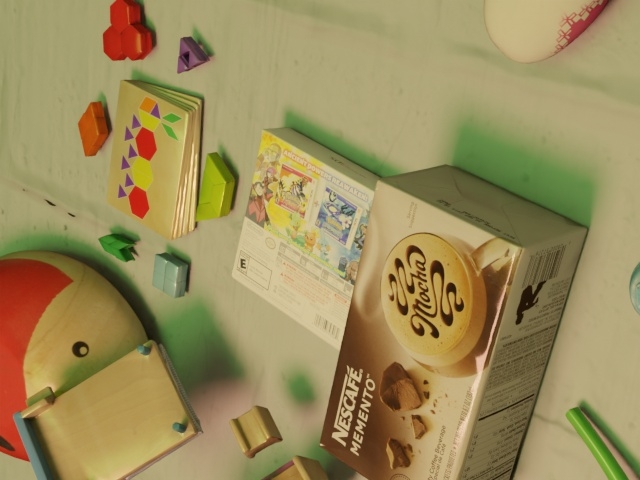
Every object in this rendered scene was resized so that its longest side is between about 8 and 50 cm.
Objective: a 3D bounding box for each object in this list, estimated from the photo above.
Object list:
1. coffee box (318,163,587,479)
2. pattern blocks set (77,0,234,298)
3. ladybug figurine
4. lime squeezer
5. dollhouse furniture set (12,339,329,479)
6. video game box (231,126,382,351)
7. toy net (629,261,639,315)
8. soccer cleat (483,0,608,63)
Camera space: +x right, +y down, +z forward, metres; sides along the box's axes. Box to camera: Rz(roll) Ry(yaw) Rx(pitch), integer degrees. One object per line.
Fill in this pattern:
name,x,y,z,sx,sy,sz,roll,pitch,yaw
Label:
coffee box,0.120,0.099,1.138,0.168,0.119,0.297,29,118,35
pattern blocks set,-0.205,-0.106,1.469,0.285,0.026,0.325,37,122,33
ladybug figurine,-0.410,0.171,1.632,0.449,0.162,0.305,-1,99,44
lime squeezer,0.298,0.302,1.071,0.110,0.059,0.310,174,82,-75
dollhouse furniture set,-0.160,0.254,1.411,0.286,0.198,0.303,-33,66,5
video game box,0.000,0.000,1.282,0.205,0.048,0.187,32,122,34
toy net,0.353,0.084,0.967,0.232,0.045,0.122,50,127,22
soccer cleat,0.209,-0.280,0.942,0.116,0.143,0.331,42,126,16
